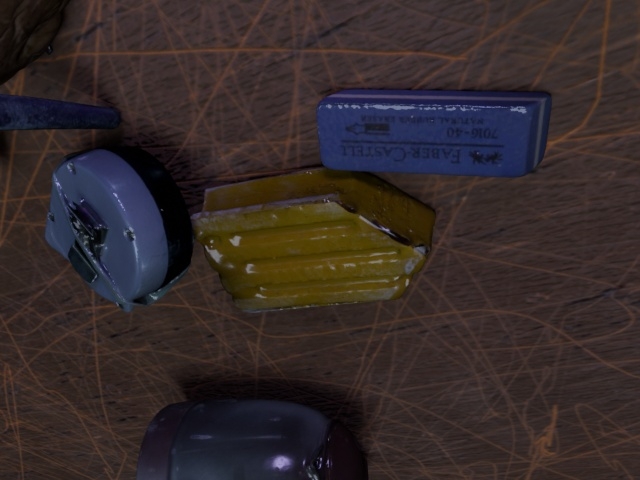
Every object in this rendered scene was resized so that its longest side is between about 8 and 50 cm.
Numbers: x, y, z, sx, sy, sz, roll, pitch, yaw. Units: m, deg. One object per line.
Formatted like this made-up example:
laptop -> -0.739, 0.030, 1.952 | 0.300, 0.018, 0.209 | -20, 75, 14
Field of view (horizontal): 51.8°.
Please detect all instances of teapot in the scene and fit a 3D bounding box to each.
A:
teapot -> -0.074, 0.369, 1.039 | 0.312, 0.233, 0.315 | -8, 158, 16

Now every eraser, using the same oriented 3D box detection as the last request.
eraser -> 0.111, -0.107, 0.656 | 0.225, 0.036, 0.082 | 4, 130, 12

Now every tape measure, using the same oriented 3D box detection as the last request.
tape measure -> -0.232, -0.018, 0.750 | 0.182, 0.107, 0.181 | 41, 135, 22

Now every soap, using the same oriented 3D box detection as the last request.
soap -> 0.000, 0.000, 0.753 | 0.258, 0.080, 0.160 | -7, 130, 20

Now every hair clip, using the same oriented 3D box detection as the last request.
hair clip -> -0.316, -0.118, 0.637 | 0.083, 0.275, 0.048 | -5, 90, 48

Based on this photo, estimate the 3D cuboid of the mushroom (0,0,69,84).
mushroom -> -0.323, -0.226, 0.587 | 0.156, 0.151, 0.285 | 25, 133, -10
